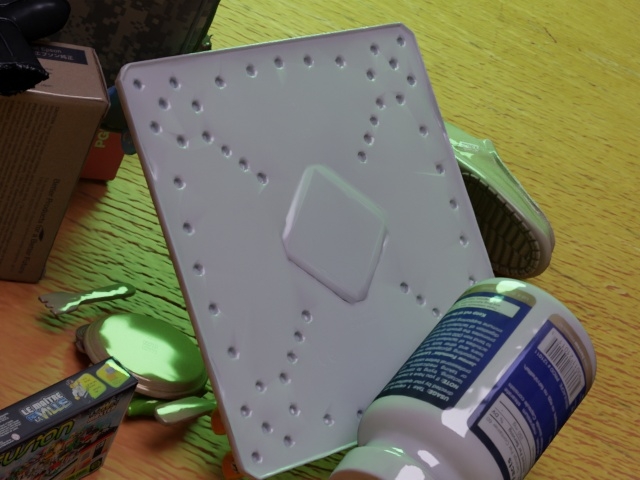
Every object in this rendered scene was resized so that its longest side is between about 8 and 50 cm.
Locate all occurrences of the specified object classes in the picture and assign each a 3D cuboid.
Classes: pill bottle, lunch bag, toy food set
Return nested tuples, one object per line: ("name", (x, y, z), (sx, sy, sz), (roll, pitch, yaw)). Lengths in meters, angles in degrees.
("pill bottle", (0.128, 0.168, 1.800), (0.153, 0.153, 0.265), (35, 54, 12))
("lunch bag", (-0.183, -0.298, 1.904), (0.212, 0.305, 0.256), (23, 37, -8))
("toy food set", (-0.169, 0.114, 1.833), (0.132, 0.038, 0.192), (-9, 43, -48))

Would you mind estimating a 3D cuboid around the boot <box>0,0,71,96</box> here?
("boot", (-0.263, -0.171, 1.717), (0.121, 0.045, 0.099), (-8, 45, -27))

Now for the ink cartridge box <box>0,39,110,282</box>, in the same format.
("ink cartridge box", (-0.322, -0.078, 1.803), (0.193, 0.235, 0.088), (7, 41, -25))

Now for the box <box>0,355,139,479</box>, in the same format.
("box", (-0.248, 0.179, 1.632), (0.036, 0.114, 0.207), (41, 39, 20))

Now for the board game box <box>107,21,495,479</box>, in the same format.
("board game box", (0.000, 0.000, 1.886), (0.390, 0.050, 0.390), (-14, 84, -43))

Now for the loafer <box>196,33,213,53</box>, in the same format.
("loafer", (-0.247, -0.296, 2.227), (0.130, 0.134, 0.366), (-10, 59, -44))

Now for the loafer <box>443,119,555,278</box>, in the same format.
("loafer", (0.172, -0.065, 2.196), (0.092, 0.102, 0.268), (-24, 57, -39))

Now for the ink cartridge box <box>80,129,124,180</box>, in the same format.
("ink cartridge box", (-0.347, -0.178, 2.012), (0.283, 0.117, 0.207), (5, 41, -27))
